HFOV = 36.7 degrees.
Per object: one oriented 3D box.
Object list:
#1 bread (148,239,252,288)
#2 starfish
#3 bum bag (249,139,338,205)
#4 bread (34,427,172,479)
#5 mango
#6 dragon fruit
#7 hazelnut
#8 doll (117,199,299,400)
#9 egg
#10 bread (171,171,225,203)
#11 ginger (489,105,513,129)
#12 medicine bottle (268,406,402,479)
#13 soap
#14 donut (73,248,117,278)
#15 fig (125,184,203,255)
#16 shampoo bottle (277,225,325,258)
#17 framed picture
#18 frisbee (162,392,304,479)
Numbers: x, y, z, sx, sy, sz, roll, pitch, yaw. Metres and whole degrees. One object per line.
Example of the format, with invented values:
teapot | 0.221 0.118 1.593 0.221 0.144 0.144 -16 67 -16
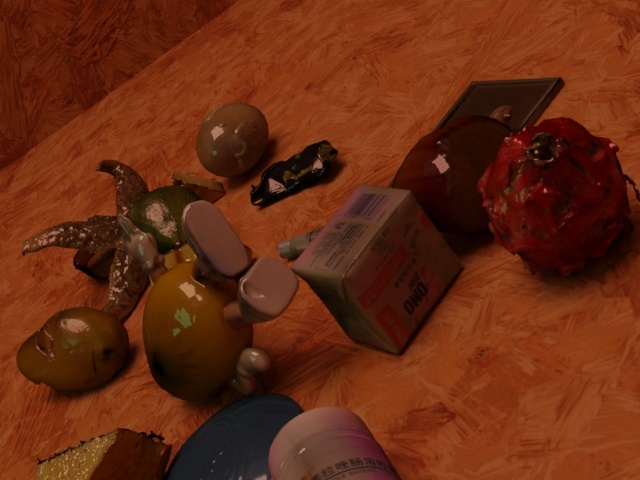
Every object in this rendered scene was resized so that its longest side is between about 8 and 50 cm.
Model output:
bread | -0.210 0.136 1.857 0.167 0.163 0.264 -24 66 21
starfish | -0.484 -0.010 2.187 0.324 0.082 0.432 25 54 9
bum bag | -0.054 -0.148 2.060 0.232 0.060 0.107 -23 41 31
bread | -0.362 0.403 1.557 0.260 0.129 0.134 -29 43 30
mango | -0.506 0.226 1.953 0.262 0.167 0.130 -27 17 26
dragon fruit | 0.320 -0.070 1.333 0.205 0.268 0.210 -31 60 7
hazelnut | 0.227 -0.097 1.561 0.186 0.210 0.210 36 72 17
doll | -0.200 0.105 1.572 0.161 0.348 0.423 -30 16 -38
egg | -0.202 -0.236 2.255 0.164 0.164 0.201 -8 37 43
bread | -0.292 -0.138 2.273 0.080 0.109 0.084 -38 24 7
ginger | 0.316 -0.161 1.639 0.069 0.051 0.173 -34 49 22
medicine bottle | 0.035 0.332 1.183 0.152 0.152 0.254 -38 30 1
soap | 0.091 0.041 1.502 0.138 0.182 0.199 9 53 51
donut | -0.504 0.025 2.310 0.184 0.073 0.166 -15 38 34
fig | -0.296 0.000 1.997 0.203 0.203 0.235 -41 33 -4
shampoo bottle | 0.000 0.000 1.808 0.190 0.041 0.069 -15 42 36
framed picture | 0.282 -0.191 1.782 0.315 0.024 0.232 -49 31 -21
frisbee | -0.147 0.342 1.482 0.289 0.049 0.289 -28 30 18
